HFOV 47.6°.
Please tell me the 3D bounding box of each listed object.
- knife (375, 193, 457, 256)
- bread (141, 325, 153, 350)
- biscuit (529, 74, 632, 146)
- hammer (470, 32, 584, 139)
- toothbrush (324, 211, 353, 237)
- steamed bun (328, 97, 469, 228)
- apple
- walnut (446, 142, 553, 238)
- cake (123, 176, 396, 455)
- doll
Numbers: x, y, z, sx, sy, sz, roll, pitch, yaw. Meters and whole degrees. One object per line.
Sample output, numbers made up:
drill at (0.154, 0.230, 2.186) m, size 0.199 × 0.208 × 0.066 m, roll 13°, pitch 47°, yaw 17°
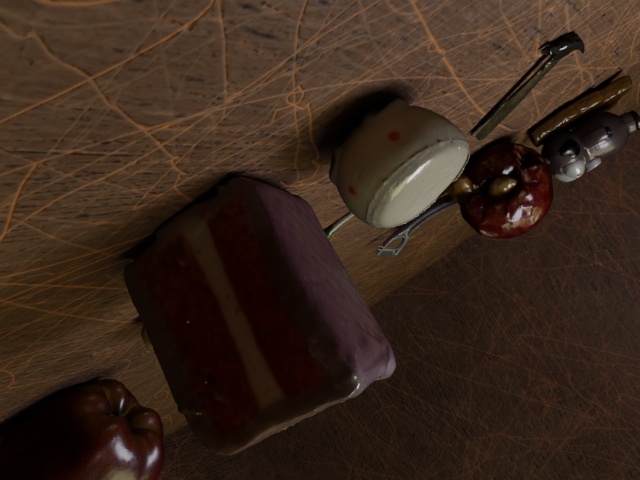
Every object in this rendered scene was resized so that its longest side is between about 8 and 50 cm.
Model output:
knife at (0.260, -0.052, 1.868) m, size 0.278 × 0.053 × 0.123 m, roll -39°, pitch 163°, yaw 25°
bread at (-0.242, 0.170, 1.385) m, size 0.077 × 0.084 × 0.367 m, roll 9°, pitch 174°, yaw 12°
biscuit at (0.625, -0.308, 1.798) m, size 0.301 × 0.043 × 0.278 m, roll -22°, pitch 167°, yaw -33°
hammer at (0.354, -0.263, 1.292) m, size 0.125 × 0.027 × 0.297 m, roll -20°, pitch 164°, yaw -30°
toothbrush at (-0.001, -0.002, 1.447) m, size 0.304 × 0.030 × 0.030 m, roll -33°, pitch 169°, yaw 14°
steamed bun at (0.098, -0.108, 0.979) m, size 0.177 × 0.130 × 0.228 m, roll -49°, pitch 162°, yaw 22°
apple at (-0.465, 0.435, 1.409) m, size 0.317 × 0.288 × 0.288 m, roll -44°, pitch 168°, yaw 6°
walnut at (0.414, -0.108, 1.686) m, size 0.244 × 0.221 × 0.269 m, roll -3°, pitch 174°, yaw 24°
cake at (-0.075, 0.096, 0.949) m, size 0.237 × 0.308 × 0.230 m, roll -31°, pitch 165°, yaw 12°
doll at (0.646, -0.232, 1.771) m, size 0.257 × 0.117 × 0.182 m, roll -31°, pitch 173°, yaw -6°
